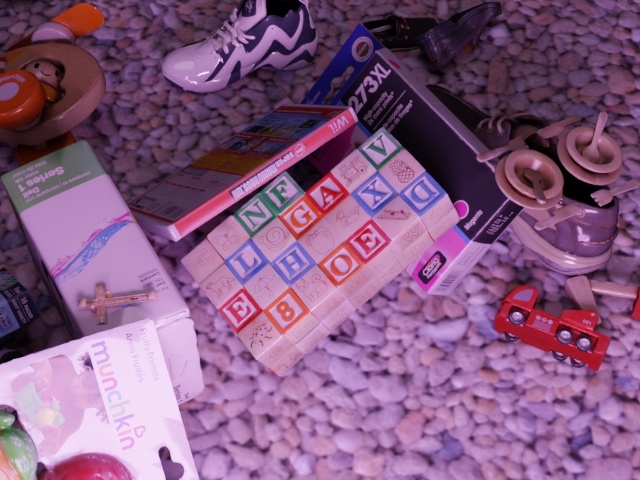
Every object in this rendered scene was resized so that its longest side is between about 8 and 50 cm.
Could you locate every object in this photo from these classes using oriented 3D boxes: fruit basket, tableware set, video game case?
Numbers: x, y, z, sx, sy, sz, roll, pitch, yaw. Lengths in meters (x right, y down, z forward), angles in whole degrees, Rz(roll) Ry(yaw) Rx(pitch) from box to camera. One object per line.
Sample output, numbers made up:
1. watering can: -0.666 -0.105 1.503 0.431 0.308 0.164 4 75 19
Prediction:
1. fruit basket: -0.291 0.283 1.120 0.353 0.165 0.327 -16 100 -12
2. tableware set: 0.297 -0.095 1.353 0.194 0.039 0.128 -22 63 -32
3. video game case: -0.111 -0.096 1.449 0.285 0.025 0.204 -35 21 -19

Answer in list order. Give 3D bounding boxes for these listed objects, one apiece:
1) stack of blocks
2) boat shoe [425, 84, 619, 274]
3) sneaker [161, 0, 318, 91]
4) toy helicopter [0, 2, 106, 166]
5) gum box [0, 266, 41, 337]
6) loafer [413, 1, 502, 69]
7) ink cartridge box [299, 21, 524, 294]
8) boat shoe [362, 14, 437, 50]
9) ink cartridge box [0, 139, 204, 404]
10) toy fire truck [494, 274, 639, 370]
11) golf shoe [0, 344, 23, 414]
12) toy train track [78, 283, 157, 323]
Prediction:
1. stack of blocks: 0.000 0.000 1.365 0.297 0.087 0.171 -40 63 0
2. boat shoe: 0.258 -0.110 1.467 0.132 0.130 0.355 -29 60 -38
3. sneaker: -0.118 -0.305 1.599 0.235 0.153 0.094 -9 54 -7
4. toy helicopter: -0.451 -0.246 1.574 0.355 0.140 0.235 19 63 27
5. gum box: -0.439 0.102 1.328 0.184 0.041 0.157 -29 19 -19
6. loafer: 0.213 -0.310 1.674 0.170 0.062 0.061 -31 100 -27
7. ink cartridge box: 0.096 -0.117 1.467 0.069 0.175 0.371 8 36 -52
8. boat shoe: 0.117 -0.314 1.677 0.133 0.042 0.049 -13 54 -11
9. ink cartridge box: -0.255 0.055 1.318 0.117 0.201 0.278 -26 60 -16
10. toy fire truck: 0.328 0.089 1.395 0.192 0.047 0.135 21 56 16
11. golf shoe: -0.397 0.199 1.298 0.086 0.067 0.186 1 55 -2
12. toy train track: -0.216 0.062 1.183 0.083 0.014 0.048 -6 58 -4
